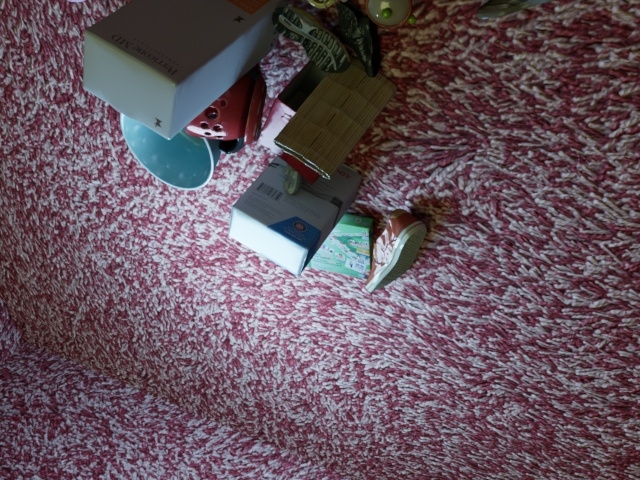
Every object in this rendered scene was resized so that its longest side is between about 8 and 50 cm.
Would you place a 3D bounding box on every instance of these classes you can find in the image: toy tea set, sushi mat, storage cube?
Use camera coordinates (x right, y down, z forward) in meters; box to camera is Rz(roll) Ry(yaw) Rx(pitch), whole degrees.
[{"bbox_3d":[0.049,-0.537,1.479,0.336,0.124,0.200,5,136,11],"label":"toy tea set"},{"bbox_3d":[0.040,-0.287,1.641,0.151,0.316,0.019,34,153,3],"label":"sushi mat"},{"bbox_3d":[-0.011,-0.291,1.758,0.184,0.215,0.193,37,147,-1],"label":"storage cube"}]

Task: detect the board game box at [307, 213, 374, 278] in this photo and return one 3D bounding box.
[{"bbox_3d":[0.000,0.000,2.116,0.317,0.046,0.213,11,136,17],"label":"board game box"}]

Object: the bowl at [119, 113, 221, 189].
[{"bbox_3d":[-0.389,-0.314,2.047,0.311,0.163,0.311,20,138,19],"label":"bowl"}]

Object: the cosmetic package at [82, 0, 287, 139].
[{"bbox_3d":[-0.288,-0.445,1.614,0.230,0.453,0.161,31,139,6],"label":"cosmetic package"}]

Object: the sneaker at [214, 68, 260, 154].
[{"bbox_3d":[-0.226,-0.349,1.920,0.109,0.130,0.286,20,136,23],"label":"sneaker"}]

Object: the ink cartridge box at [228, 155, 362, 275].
[{"bbox_3d":[-0.064,-0.093,1.908,0.223,0.307,0.129,29,142,9],"label":"ink cartridge box"}]

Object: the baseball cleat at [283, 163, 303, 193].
[{"bbox_3d":[-0.038,-0.206,1.868,0.109,0.206,0.072,16,156,-31],"label":"baseball cleat"}]

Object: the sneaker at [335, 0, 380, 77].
[{"bbox_3d":[0.083,-0.455,1.651,0.089,0.051,0.170,12,130,27],"label":"sneaker"}]

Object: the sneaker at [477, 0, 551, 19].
[{"bbox_3d":[0.388,-0.481,1.401,0.188,0.066,0.071,-8,107,35],"label":"sneaker"}]

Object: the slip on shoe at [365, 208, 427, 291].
[{"bbox_3d":[0.194,0.032,2.008,0.101,0.123,0.331,53,149,24],"label":"slip on shoe"}]

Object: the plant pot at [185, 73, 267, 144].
[{"bbox_3d":[-0.225,-0.335,1.776,0.174,0.191,0.191,11,139,-5],"label":"plant pot"}]

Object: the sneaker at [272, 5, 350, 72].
[{"bbox_3d":[-0.007,-0.469,1.667,0.208,0.094,0.081,43,126,0],"label":"sneaker"}]
